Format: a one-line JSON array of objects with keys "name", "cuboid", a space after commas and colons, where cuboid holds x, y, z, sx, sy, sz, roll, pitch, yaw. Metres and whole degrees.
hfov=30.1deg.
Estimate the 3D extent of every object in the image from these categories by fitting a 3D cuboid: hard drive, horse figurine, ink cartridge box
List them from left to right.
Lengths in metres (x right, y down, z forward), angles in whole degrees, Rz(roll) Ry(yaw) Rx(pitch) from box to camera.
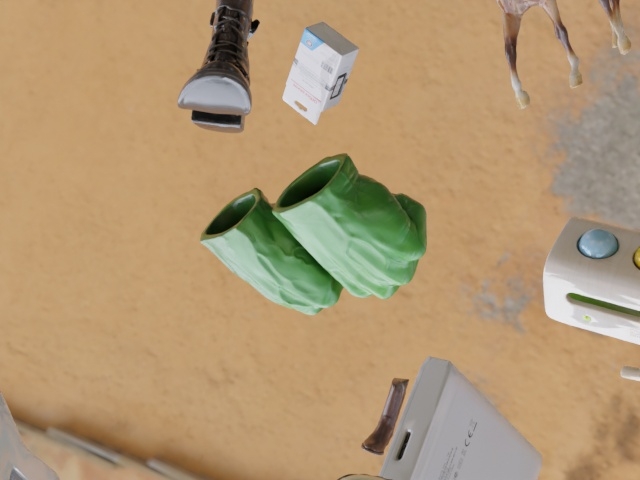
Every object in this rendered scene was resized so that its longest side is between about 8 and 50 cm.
[{"name": "ink cartridge box", "cuboid": [-0.001, -0.156, 1.117, 0.048, 0.083, 0.028, 40, -137, 20]}, {"name": "hard drive", "cuboid": [0.182, 0.326, 1.549, 0.047, 0.233, 0.353, 9, 158, 35]}, {"name": "horse figurine", "cuboid": [0.227, -0.238, 1.093, 0.263, 0.174, 0.066, -32, -161, -36]}]

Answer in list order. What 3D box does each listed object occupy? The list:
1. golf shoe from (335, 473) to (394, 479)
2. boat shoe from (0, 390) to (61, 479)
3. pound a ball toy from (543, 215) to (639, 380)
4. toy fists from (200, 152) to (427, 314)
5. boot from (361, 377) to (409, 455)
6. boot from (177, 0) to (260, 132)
[{"name": "golf shoe", "cuboid": [0.082, 0.312, 1.184, 0.273, 0.105, 0.120, 39, 178, 45]}, {"name": "boat shoe", "cuboid": [-0.201, 0.123, 0.667, 0.063, 0.066, 0.184, 1, 151, 12]}, {"name": "pound a ball toy", "cuboid": [0.456, 0.087, 1.591, 0.319, 0.136, 0.208, 16, -132, 28]}, {"name": "toy fists", "cuboid": [0.000, 0.000, 1.209, 0.142, 0.096, 0.279, 46, 147, -18]}, {"name": "boot", "cuboid": [0.102, 0.264, 1.815, 0.037, 0.114, 0.106, 22, -170, 10]}, {"name": "boot", "cuboid": [-0.122, -0.269, 1.526, 0.091, 0.229, 0.263, 8, 174, -5]}]
